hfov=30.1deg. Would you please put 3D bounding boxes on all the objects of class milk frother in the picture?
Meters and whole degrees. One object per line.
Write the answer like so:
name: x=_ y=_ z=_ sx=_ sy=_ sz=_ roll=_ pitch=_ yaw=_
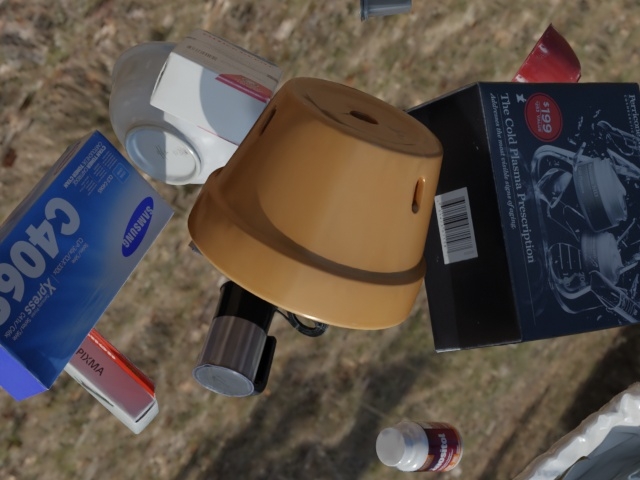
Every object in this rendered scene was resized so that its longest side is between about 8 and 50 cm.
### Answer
milk frother: x=-0.076 y=0.134 z=1.573 sx=0.143 sy=0.129 sz=0.135 roll=-18 pitch=-134 yaw=42

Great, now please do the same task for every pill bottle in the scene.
pill bottle: x=0.167 y=0.350 z=2.019 sx=0.152 sy=0.086 sz=0.086 roll=10 pitch=116 yaw=-46

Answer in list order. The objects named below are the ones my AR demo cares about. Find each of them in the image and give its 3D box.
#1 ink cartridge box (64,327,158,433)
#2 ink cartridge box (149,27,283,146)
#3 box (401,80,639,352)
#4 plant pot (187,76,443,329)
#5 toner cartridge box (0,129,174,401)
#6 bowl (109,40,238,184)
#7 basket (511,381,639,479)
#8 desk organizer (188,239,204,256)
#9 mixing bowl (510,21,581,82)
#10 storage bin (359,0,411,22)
ink cartridge box: x=-0.371 y=0.180 z=1.867 sx=0.060 sy=0.275 sz=0.239 roll=-47 pitch=173 yaw=-16
ink cartridge box: x=-0.150 y=-0.231 z=1.771 sx=0.092 sy=0.158 sz=0.218 roll=-63 pitch=-175 yaw=20
box: x=0.305 y=-0.037 z=1.651 sx=0.179 sy=0.312 sz=0.343 roll=-16 pitch=-99 yaw=54
plant pot: x=0.013 y=-0.059 z=1.395 sx=0.291 sy=0.290 sz=0.203 roll=-54 pitch=169 yaw=-69
toner cartridge box: x=-0.342 y=0.025 z=1.559 sx=0.075 sy=0.165 sz=0.348 roll=-22 pitch=-151 yaw=41
bowl: x=-0.250 y=-0.191 z=2.063 sx=0.298 sy=0.297 sz=0.134 roll=116 pitch=-2 yaw=-56
basket: x=0.387 y=0.400 z=1.431 sx=0.328 sy=0.331 sz=0.266 roll=-43 pitch=156 yaw=10
desk organizer: x=-0.133 y=0.021 z=1.805 sx=0.047 sy=0.130 sz=0.050 roll=-62 pitch=-162 yaw=0
mixing bowl: x=0.392 y=-0.280 z=2.080 sx=0.181 sy=0.098 sz=0.181 roll=-56 pitch=176 yaw=-7
storage bin: x=0.112 y=-0.449 z=2.066 sx=0.098 sy=0.091 sz=0.135 roll=5 pitch=84 yaw=-86
